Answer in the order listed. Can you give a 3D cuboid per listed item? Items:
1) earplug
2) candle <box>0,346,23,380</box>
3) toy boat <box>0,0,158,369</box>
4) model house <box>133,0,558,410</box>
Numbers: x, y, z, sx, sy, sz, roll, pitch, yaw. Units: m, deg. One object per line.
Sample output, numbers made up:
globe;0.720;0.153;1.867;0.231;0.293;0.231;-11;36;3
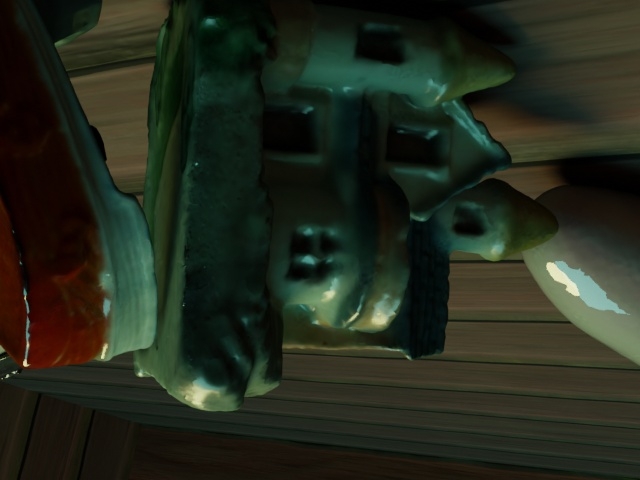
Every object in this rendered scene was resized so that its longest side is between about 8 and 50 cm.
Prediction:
earplug;0.297;0.042;0.919;0.301;0.172;0.172;26;158;-27
candle;-0.398;0.004;1.082;0.221;0.221;0.342;8;153;8
toy boat;-0.178;-0.080;0.604;0.145;0.331;0.133;-12;-170;47
model house;0.048;-0.023;0.711;0.325;0.267;0.194;4;179;-20
